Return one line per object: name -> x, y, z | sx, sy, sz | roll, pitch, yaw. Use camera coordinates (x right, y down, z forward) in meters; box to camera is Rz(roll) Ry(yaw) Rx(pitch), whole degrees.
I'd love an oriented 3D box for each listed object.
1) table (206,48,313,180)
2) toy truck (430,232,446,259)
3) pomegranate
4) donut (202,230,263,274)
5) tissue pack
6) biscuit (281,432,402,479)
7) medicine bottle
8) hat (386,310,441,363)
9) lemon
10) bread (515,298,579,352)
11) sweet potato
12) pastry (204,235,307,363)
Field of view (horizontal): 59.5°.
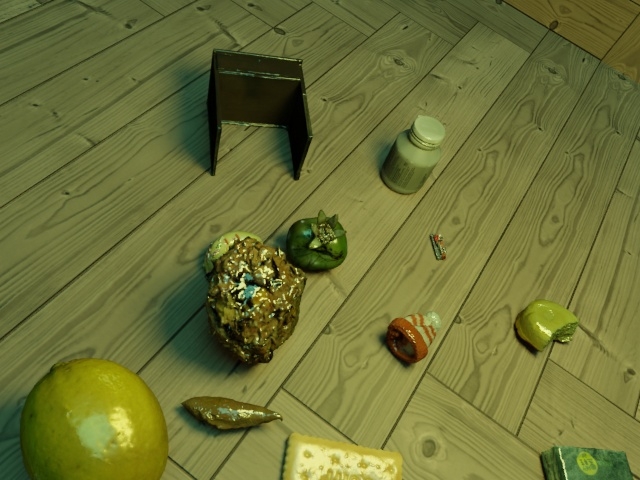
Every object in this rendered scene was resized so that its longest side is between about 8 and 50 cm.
table -> -0.171, -0.335, 1.508 | 0.250, 0.196, 0.282 | 3, 56, -17
toy truck -> 0.324, 0.015, 1.533 | 0.032, 0.024, 0.083 | -13, 60, 9
pomegranate -> 0.000, 0.000, 1.338 | 0.152, 0.191, 0.131 | -5, 75, -19
donut -> -0.214, 0.032, 1.322 | 0.108, 0.065, 0.166 | 33, 53, 6
tissue pack -> 0.592, 0.582, 1.194 | 0.185, 0.081, 0.257 | 9, 53, -12
biscuit -> 0.046, 0.482, 1.118 | 0.249, 0.030, 0.160 | 15, 54, -8
medicine bottle -> 0.264, -0.241, 1.569 | 0.135, 0.215, 0.135 | 9, 54, -12
hat -> 0.236, 0.212, 1.331 | 0.162, 0.093, 0.112 | -28, 80, -37
lemon -> -0.385, 0.334, 0.960 | 0.236, 0.236, 0.263 | -3, 71, -20
bread -> 0.577, 0.213, 1.443 | 0.156, 0.086, 0.125 | -12, 51, -29
sweet potato -> -0.177, 0.347, 1.119 | 0.206, 0.060, 0.068 | 4, 41, -5
pastry -> -0.124, 0.126, 1.172 | 0.193, 0.275, 0.275 | -3, 54, 12
